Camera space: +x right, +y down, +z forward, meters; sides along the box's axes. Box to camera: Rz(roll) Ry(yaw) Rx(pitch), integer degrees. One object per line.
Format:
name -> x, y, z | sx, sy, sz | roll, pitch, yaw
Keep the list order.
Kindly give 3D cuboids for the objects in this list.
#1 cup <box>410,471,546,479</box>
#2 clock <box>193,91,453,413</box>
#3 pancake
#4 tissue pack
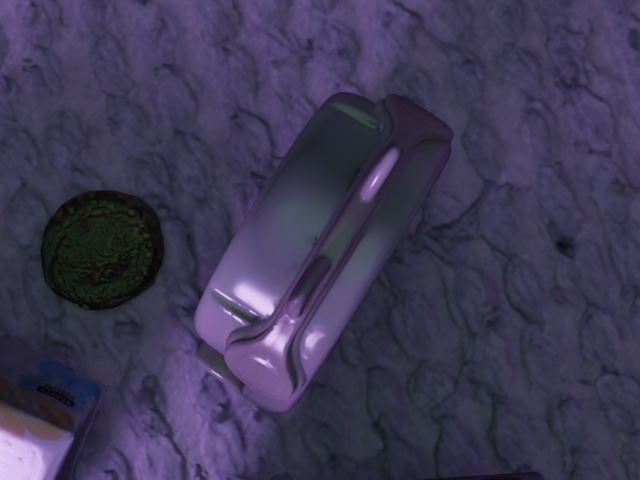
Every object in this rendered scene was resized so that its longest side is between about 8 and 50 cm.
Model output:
cup -> 0.027, 0.298, 1.134 | 0.317, 0.212, 0.212 | -2, 82, -2
clock -> 0.000, 0.000, 1.117 | 0.108, 0.324, 0.265 | 33, 81, 2
pancake -> -0.195, 0.009, 1.264 | 0.114, 0.011, 0.115 | 0, 82, -2
tissue pack -> -0.310, 0.143, 1.191 | 0.229, 0.145, 0.159 | 24, 114, 2
